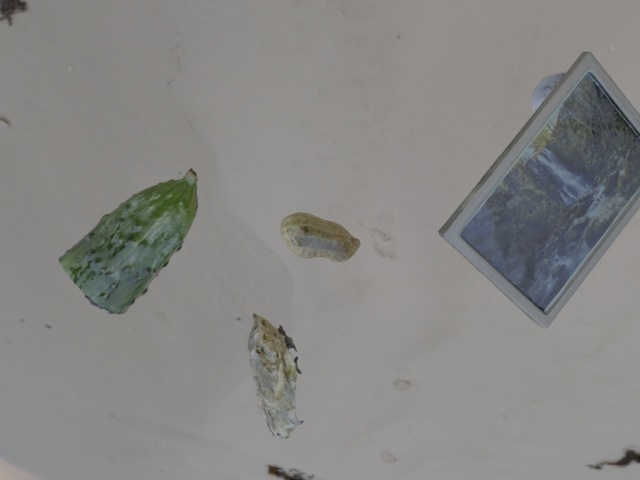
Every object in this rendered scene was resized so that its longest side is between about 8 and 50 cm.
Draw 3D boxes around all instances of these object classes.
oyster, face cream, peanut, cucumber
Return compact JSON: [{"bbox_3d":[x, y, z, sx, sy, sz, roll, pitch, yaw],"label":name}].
[{"bbox_3d":[-0.088,0.241,0.988,0.072,0.209,0.133,3,-178,-36],"label":"oyster"},{"bbox_3d":[0.423,-0.246,0.977,0.091,0.091,0.095,34,166,-23],"label":"face cream"},{"bbox_3d":[0.000,0.000,1.189,0.194,0.083,0.093,21,102,-32],"label":"peanut"},{"bbox_3d":[-0.268,-0.012,0.862,0.244,0.134,0.134,-47,120,3],"label":"cucumber"}]

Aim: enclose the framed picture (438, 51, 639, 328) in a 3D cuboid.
[{"bbox_3d":[0.343,-0.063,0.801,0.240,0.020,0.324,41,88,-21],"label":"framed picture"}]
